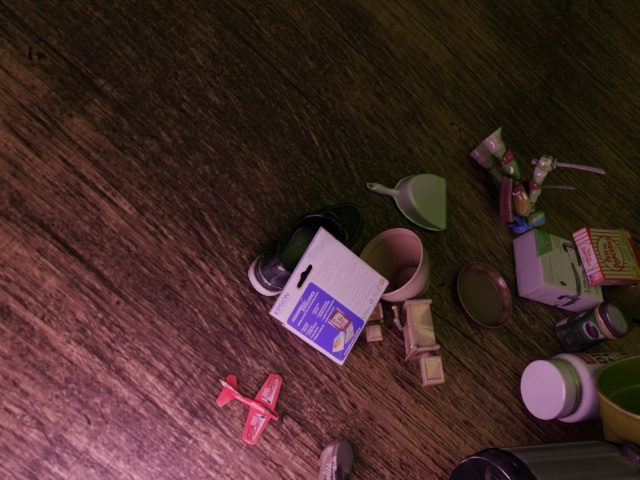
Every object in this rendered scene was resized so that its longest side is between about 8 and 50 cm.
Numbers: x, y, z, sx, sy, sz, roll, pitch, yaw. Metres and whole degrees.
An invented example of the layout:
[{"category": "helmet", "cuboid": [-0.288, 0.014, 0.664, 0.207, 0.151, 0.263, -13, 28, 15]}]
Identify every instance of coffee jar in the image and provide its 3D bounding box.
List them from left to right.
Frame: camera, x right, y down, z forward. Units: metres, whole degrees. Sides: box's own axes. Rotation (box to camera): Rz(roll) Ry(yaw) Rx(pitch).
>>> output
[{"category": "coffee jar", "cuboid": [0.676, 0.213, 1.921, 0.079, 0.184, 0.096, -24, 81, -38]}]

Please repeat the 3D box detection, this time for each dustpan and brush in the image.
[{"category": "dustpan and brush", "cuboid": [0.207, -0.110, 1.878, 0.211, 0.060, 0.147, 19, 62, -31]}]

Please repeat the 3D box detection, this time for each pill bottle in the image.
[{"category": "pill bottle", "cuboid": [0.620, 0.343, 1.834, 0.283, 0.160, 0.160, 3, 65, -32]}]

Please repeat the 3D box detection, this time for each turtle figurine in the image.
[{"category": "turtle figurine", "cuboid": [0.543, -0.184, 2.038, 0.266, 0.274, 0.198, 50, 16, 4]}]

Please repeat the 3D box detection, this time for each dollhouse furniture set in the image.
[{"category": "dollhouse furniture set", "cuboid": [0.163, 0.231, 1.668, 0.160, 0.101, 0.182, -3, 67, -7]}]

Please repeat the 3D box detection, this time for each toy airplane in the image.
[{"category": "toy airplane", "cuboid": [-0.132, 0.305, 1.458, 0.151, 0.028, 0.151, 15, 58, -26]}]

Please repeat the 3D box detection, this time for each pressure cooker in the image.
[{"category": "pressure cooker", "cuboid": [0.486, 0.561, 1.471, 0.420, 0.370, 0.376, 2, 93, -22]}]

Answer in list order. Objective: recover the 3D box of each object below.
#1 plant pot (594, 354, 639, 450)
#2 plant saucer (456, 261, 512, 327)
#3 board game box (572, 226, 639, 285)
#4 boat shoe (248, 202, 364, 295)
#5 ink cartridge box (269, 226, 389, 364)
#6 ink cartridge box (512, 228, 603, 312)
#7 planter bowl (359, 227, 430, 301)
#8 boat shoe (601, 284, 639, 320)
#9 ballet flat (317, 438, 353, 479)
[{"category": "plant pot", "cuboid": [0.773, 0.472, 1.655, 0.366, 0.366, 0.353, -16, 108, -37]}, {"category": "plant saucer", "cuboid": [0.389, 0.134, 1.879, 0.168, 0.029, 0.169, 14, 61, -26]}, {"category": "board game box", "cuboid": [0.755, 0.043, 2.033, 0.193, 0.045, 0.147, 1, 65, -35]}, {"category": "boat shoe", "cuboid": [-0.003, -0.003, 1.643, 0.340, 0.113, 0.127, -28, 83, -39]}, {"category": "ink cartridge box", "cuboid": [0.014, 0.111, 1.573, 0.208, 0.045, 0.206, 39, 74, -27]}, {"category": "ink cartridge box", "cuboid": [0.610, 0.081, 2.005, 0.219, 0.092, 0.160, 15, 59, -26]}, {"category": "planter bowl", "cuboid": [0.176, 0.068, 1.709, 0.109, 0.162, 0.162, 39, 46, -44]}, {"category": "boat shoe", "cuboid": [0.892, 0.163, 2.148, 0.285, 0.103, 0.092, 28, 29, -4]}, {"category": "ballet flat", "cuboid": [0.010, 0.493, 1.444, 0.084, 0.058, 0.250, 34, 56, -41]}]
